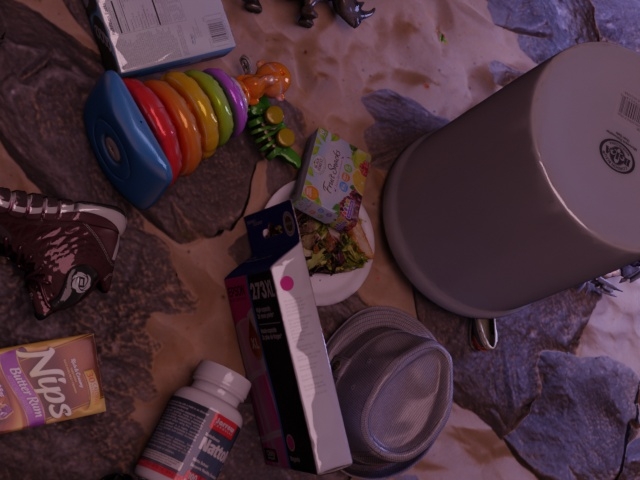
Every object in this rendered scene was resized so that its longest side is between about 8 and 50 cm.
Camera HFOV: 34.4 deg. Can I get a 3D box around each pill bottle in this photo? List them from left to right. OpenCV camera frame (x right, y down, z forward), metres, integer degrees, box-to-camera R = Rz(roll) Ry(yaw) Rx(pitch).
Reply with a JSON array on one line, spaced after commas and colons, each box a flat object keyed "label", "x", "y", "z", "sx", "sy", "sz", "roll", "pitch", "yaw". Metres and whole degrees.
[{"label": "pill bottle", "x": -0.169, "y": 0.261, "z": 1.423, "sx": 0.108, "sy": 0.108, "sz": 0.180, "roll": 32, "pitch": 70, "yaw": -19}]

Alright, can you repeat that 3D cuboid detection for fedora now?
[{"label": "fedora", "x": 0.116, "y": 0.230, "z": 1.561, "sx": 0.243, "sy": 0.124, "sz": 0.275, "roll": 48, "pitch": 66, "yaw": -14}]

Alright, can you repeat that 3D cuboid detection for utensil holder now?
[{"label": "utensil holder", "x": 0.323, "y": -0.076, "z": 1.537, "sx": 0.328, "sy": 0.385, "sz": 0.327, "roll": 7, "pitch": 73, "yaw": -23}]

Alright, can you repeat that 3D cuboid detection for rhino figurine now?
[{"label": "rhino figurine", "x": -0.016, "y": -0.391, "z": 1.608, "sx": 0.243, "sy": 0.073, "sz": 0.106, "roll": 10, "pitch": 82, "yaw": -27}]

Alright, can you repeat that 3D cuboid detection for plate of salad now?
[{"label": "plate of salad", "x": 0.000, "y": 0.000, "z": 1.577, "sx": 0.200, "sy": 0.048, "sz": 0.199, "roll": 3, "pitch": 82, "yaw": -26}]

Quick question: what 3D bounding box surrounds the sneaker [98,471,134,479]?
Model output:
[{"label": "sneaker", "x": -0.220, "y": 0.382, "z": 1.382, "sx": 0.296, "sy": 0.104, "sz": 0.146, "roll": -1, "pitch": 89, "yaw": -22}]

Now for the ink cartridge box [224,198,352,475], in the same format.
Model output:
[{"label": "ink cartridge box", "x": -0.056, "y": 0.138, "z": 1.458, "sx": 0.069, "sy": 0.176, "sz": 0.370, "roll": -10, "pitch": 88, "yaw": -27}]

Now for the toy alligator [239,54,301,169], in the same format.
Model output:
[{"label": "toy alligator", "x": -0.091, "y": -0.184, "z": 1.550, "sx": 0.051, "sy": 0.056, "sz": 0.189, "roll": -31, "pitch": 97, "yaw": -27}]

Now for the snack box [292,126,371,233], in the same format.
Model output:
[{"label": "snack box", "x": 0.017, "y": -0.093, "z": 1.579, "sx": 0.100, "sy": 0.037, "sz": 0.141, "roll": 27, "pitch": 52, "yaw": -19}]

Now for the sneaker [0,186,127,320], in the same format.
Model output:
[{"label": "sneaker", "x": -0.393, "y": 0.020, "z": 1.348, "sx": 0.281, "sy": 0.106, "sz": 0.162, "roll": 7, "pitch": 83, "yaw": -26}]

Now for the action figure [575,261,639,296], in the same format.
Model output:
[{"label": "action figure", "x": 0.504, "y": -0.026, "z": 1.808, "sx": 0.185, "sy": 0.099, "sz": 0.285, "roll": 39, "pitch": 71, "yaw": -22}]

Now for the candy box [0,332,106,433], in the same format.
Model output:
[{"label": "candy box", "x": -0.384, "y": 0.190, "z": 1.357, "sx": 0.187, "sy": 0.053, "sz": 0.109, "roll": -9, "pitch": 86, "yaw": -29}]

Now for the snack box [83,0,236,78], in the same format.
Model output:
[{"label": "snack box", "x": -0.262, "y": -0.405, "z": 1.493, "sx": 0.187, "sy": 0.060, "sz": 0.321, "roll": -19, "pitch": 92, "yaw": -28}]

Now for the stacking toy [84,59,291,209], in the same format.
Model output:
[{"label": "stacking toy", "x": -0.166, "y": -0.185, "z": 1.456, "sx": 0.302, "sy": 0.166, "sz": 0.175, "roll": -30, "pitch": 88, "yaw": -29}]

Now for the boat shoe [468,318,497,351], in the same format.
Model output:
[{"label": "boat shoe", "x": 0.266, "y": 0.114, "z": 1.698, "sx": 0.049, "sy": 0.043, "sz": 0.137, "roll": 2, "pitch": 81, "yaw": -24}]
